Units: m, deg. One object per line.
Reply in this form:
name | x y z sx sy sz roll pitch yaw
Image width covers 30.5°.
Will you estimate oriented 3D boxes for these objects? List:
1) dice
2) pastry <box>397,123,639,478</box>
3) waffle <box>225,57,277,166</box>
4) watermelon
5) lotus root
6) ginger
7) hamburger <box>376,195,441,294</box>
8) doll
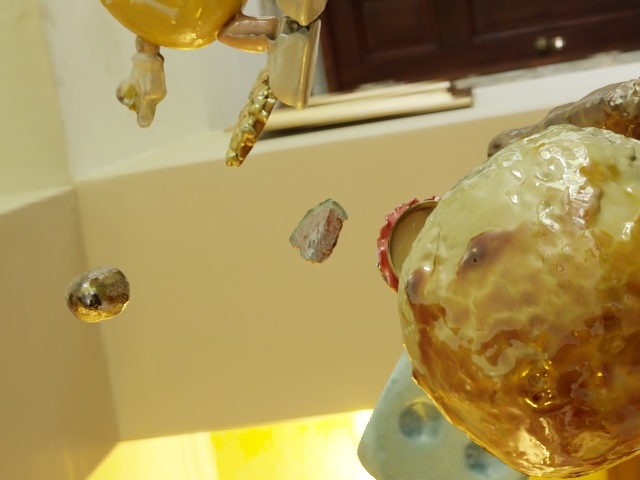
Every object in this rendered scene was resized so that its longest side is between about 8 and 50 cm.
dice | 0.229 0.294 1.922 0.264 0.263 0.268 -65 -9 8
pastry | 0.270 0.078 1.253 0.312 0.389 0.388 -94 -9 -51
waffle | -0.123 -0.295 2.488 0.281 0.058 0.300 -52 15 55
watermelon | 0.000 0.000 2.482 0.187 0.071 0.139 -40 31 48
lotus root | -0.384 0.090 1.992 0.094 0.108 0.190 46 179 5
ginger | 0.499 -0.153 2.184 0.176 0.418 0.254 -35 -88 -36
hamburger | 0.164 0.026 1.813 0.137 0.175 0.175 105 160 -76
doll | -0.169 -0.335 1.610 0.161 0.423 0.348 -33 -64 -61
